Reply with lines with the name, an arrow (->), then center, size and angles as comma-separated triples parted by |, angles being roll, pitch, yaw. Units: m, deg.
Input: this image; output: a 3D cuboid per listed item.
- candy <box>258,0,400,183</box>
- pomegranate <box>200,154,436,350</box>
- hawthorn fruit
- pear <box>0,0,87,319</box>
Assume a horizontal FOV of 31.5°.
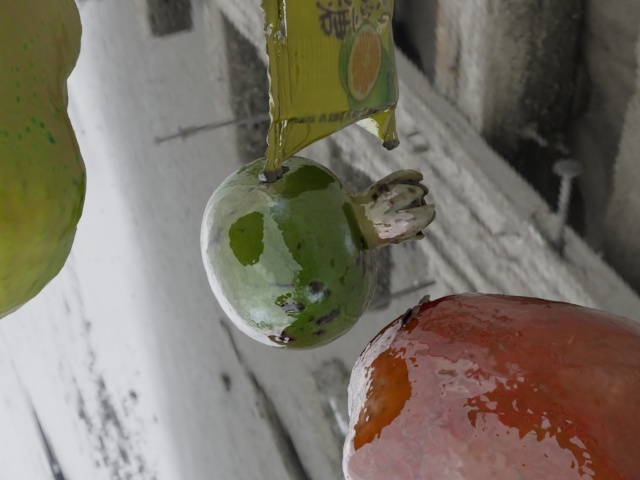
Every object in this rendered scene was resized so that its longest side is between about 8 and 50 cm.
candy -> 0.017, -0.156, 0.997 | 0.081, 0.297, 0.187 | 3, 103, 21
pomegranate -> -0.011, -0.005, 1.034 | 0.179, 0.210, 0.179 | 44, 164, 16
hawthorn fruit -> 0.116, 0.111, 0.575 | 0.185, 0.202, 0.185 | 46, -144, -49
pear -> -0.323, -0.086, 0.712 | 0.391, 0.391, 0.391 | 53, 154, 40
